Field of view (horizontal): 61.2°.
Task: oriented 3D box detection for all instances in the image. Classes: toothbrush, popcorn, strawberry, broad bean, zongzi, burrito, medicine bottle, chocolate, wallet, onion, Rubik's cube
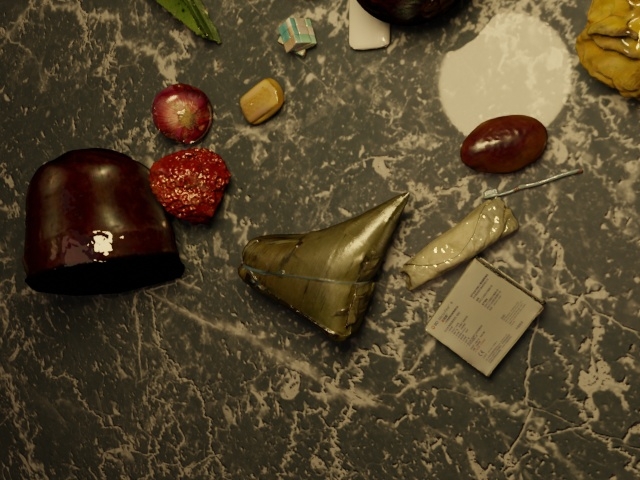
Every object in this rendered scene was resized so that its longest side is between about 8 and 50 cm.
[{"bbox_3d":[0.425,-0.115,1.091,0.193,0.013,0.019,-14,82,24],"label":"toothbrush"},{"bbox_3d":[0.561,-0.358,0.913,0.250,0.190,0.250,1,92,28],"label":"popcorn"},{"bbox_3d":[-0.323,-0.138,1.309,0.187,0.201,0.184,-28,59,38],"label":"strawberry"},{"bbox_3d":[0.362,-0.189,1.075,0.165,0.084,0.114,-1,112,17],"label":"broad bean"},{"bbox_3d":[0.000,0.000,1.204,0.323,0.160,0.360,27,106,17],"label":"zongzi"},{"bbox_3d":[0.280,0.014,1.143,0.275,0.059,0.082,-36,73,24],"label":"burrito"},{"bbox_3d":[0.341,0.157,1.138,0.171,0.052,0.201,35,109,16],"label":"medicine bottle"},{"bbox_3d":[-0.552,-0.055,1.358,0.383,0.383,0.331,-18,73,24],"label":"chocolate"},{"bbox_3d":[0.106,-0.511,1.170,0.095,0.033,0.190,1,98,21],"label":"wallet"},{"bbox_3d":[-0.351,-0.319,1.350,0.140,0.150,0.150,35,112,54],"label":"onion"},{"bbox_3d":[-0.055,-0.457,1.224,0.073,0.084,0.075,-20,70,50],"label":"Rubik's cube"}]

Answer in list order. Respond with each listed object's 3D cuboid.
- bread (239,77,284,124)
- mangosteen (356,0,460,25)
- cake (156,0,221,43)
[{"bbox_3d":[-0.133,-0.327,1.280,0.115,0.056,0.082,-32,83,29],"label":"bread"},{"bbox_3d":[0.166,-0.551,1.008,0.288,0.288,0.288,3,97,23],"label":"mangosteen"},{"bbox_3d":[-0.337,-0.559,1.315,0.099,0.100,0.235,-32,83,25],"label":"cake"}]
